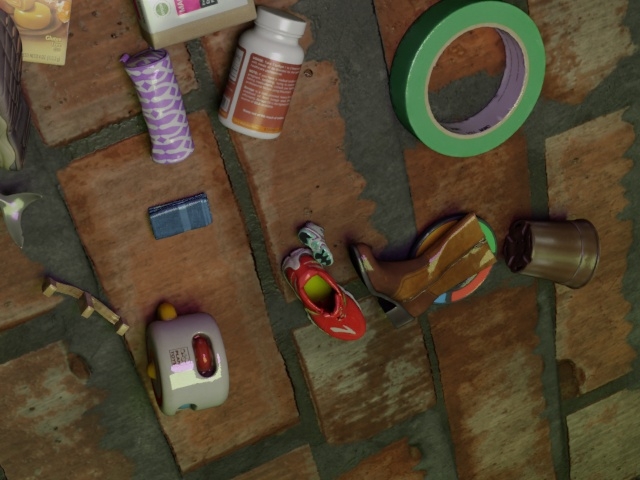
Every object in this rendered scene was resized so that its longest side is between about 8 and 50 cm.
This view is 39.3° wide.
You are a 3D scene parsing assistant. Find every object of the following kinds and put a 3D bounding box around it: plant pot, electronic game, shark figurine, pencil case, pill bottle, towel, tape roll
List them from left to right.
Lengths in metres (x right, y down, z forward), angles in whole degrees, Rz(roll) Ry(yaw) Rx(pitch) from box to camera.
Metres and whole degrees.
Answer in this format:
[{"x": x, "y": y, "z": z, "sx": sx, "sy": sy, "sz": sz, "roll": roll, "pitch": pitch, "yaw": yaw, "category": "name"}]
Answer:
[{"x": -0.579, "y": -0.089, "z": 1.436, "sx": 0.278, "sy": 0.166, "sz": 0.116, "roll": 78, "pitch": 28, "yaw": -64, "category": "shark figurine"}, {"x": -0.287, "y": -0.235, "z": 1.579, "sx": 0.088, "sy": 0.086, "sz": 0.206, "roll": -3, "pitch": 122, "yaw": 16, "category": "pencil case"}, {"x": -0.269, "y": -0.045, "z": 1.722, "sx": 0.119, "sy": 0.029, "sz": 0.067, "roll": -18, "pitch": 122, "yaw": -16, "category": "towel"}, {"x": -0.100, "y": -0.301, "z": 1.605, "sx": 0.121, "sy": 0.121, "sz": 0.216, "roll": 8, "pitch": 113, "yaw": -28, "category": "pill bottle"}, {"x": 0.299, "y": 0.044, "z": 2.025, "sx": 0.229, "sy": 0.048, "sz": 0.229, "roll": -11, "pitch": 120, "yaw": -20, "category": "electronic game"}, {"x": 0.298, "y": -0.330, "z": 1.803, "sx": 0.321, "sy": 0.077, "sz": 0.321, "roll": -11, "pitch": 120, "yaw": -19, "category": "tape roll"}, {"x": 0.524, "y": 0.023, "z": 2.057, "sx": 0.165, "sy": 0.167, "sz": 0.167, "roll": 6, "pitch": 114, "yaw": -20, "category": "plant pot"}]

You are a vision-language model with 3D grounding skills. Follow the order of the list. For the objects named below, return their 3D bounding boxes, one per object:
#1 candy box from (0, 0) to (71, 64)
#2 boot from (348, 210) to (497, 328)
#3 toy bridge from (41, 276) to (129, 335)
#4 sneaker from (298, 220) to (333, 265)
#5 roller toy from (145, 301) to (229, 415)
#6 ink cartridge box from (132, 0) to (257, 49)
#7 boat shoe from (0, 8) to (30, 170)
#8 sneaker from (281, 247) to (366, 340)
[{"x": -0.547, "y": -0.384, "z": 1.371, "sx": 0.316, "sy": 0.087, "sz": 0.183, "roll": 2, "pitch": 116, "yaw": -26, "category": "candy box"}, {"x": 0.223, "y": 0.034, "z": 1.914, "sx": 0.280, "sy": 0.096, "sz": 0.264, "roll": -35, "pitch": 120, "yaw": 3, "category": "boot"}, {"x": -0.447, "y": 0.121, "z": 1.709, "sx": 0.188, "sy": 0.063, "sz": 0.026, "roll": 35, "pitch": 99, "yaw": -34, "category": "toy bridge"}, {"x": 0.000, "y": 0.000, "z": 1.854, "sx": 0.038, "sy": 0.069, "sz": 0.098, "roll": -26, "pitch": 110, "yaw": 32, "category": "sneaker"}, {"x": -0.272, "y": 0.243, "z": 1.779, "sx": 0.146, "sy": 0.191, "sz": 0.209, "roll": -9, "pitch": 120, "yaw": -20, "category": "roller toy"}, {"x": -0.227, "y": -0.458, "z": 1.481, "sx": 0.193, "sy": 0.088, "sz": 0.235, "roll": -22, "pitch": 124, "yaw": -14, "category": "ink cartridge box"}, {"x": -0.527, "y": -0.221, "z": 1.369, "sx": 0.130, "sy": 0.132, "sz": 0.355, "roll": 6, "pitch": 149, "yaw": -10, "category": "boat shoe"}, {"x": 0.014, "y": 0.139, "z": 1.900, "sx": 0.107, "sy": 0.118, "sz": 0.279, "roll": -41, "pitch": 126, "yaw": 1, "category": "sneaker"}]
